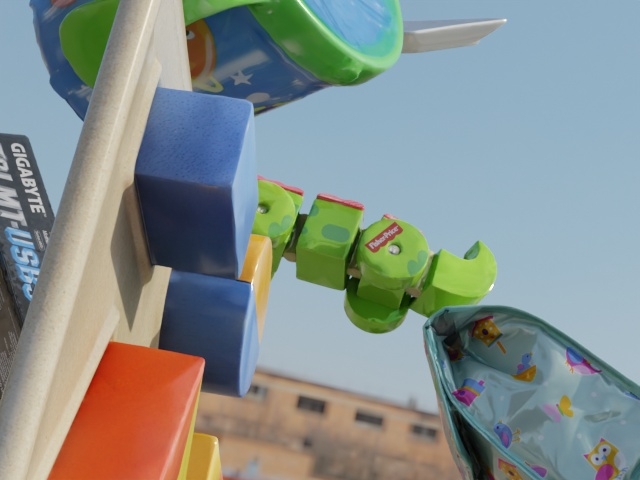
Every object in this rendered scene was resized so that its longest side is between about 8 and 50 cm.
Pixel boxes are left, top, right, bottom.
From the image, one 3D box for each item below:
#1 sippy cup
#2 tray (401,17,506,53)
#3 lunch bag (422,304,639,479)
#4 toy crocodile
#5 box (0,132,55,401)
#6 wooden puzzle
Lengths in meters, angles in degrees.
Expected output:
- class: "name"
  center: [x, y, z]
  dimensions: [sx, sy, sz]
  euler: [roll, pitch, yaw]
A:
- class: "sippy cup"
  center: [-0.091, -0.183, 1.234]
  dimensions: [0.224, 0.240, 0.305]
  euler: [-27, -29, 26]
- class: "tray"
  center: [0.088, -0.245, 1.936]
  dimensions: [0.145, 0.030, 0.270]
  euler: [-11, 11, -31]
- class: "lunch bag"
  center: [0.205, 0.183, 1.526]
  dimensions: [0.262, 0.160, 0.223]
  euler: [33, -15, 22]
- class: "toy crocodile"
  center: [0.000, 0.000, 1.532]
  dimensions: [0.340, 0.105, 0.115]
  euler: [17, -33, 3]
- class: "box"
  center: [-0.302, 0.105, 1.424]
  dimensions: [0.073, 0.295, 0.293]
  euler: [2, -46, -33]
- class: "wooden puzzle"
  center: [-0.078, 0.059, 0.783]
  dimensions: [0.080, 0.348, 0.322]
  euler: [5, -27, 3]
